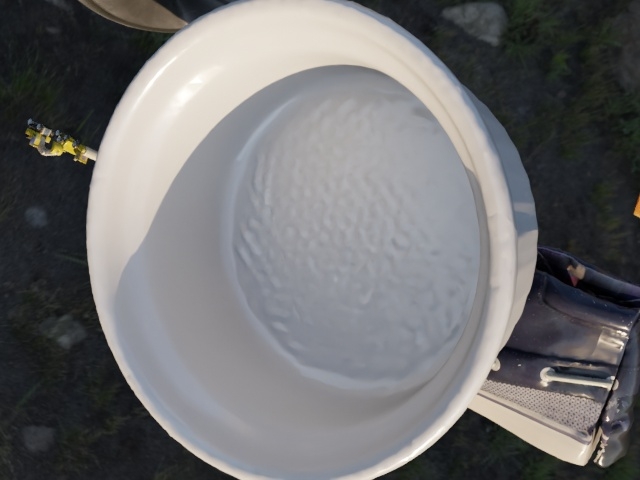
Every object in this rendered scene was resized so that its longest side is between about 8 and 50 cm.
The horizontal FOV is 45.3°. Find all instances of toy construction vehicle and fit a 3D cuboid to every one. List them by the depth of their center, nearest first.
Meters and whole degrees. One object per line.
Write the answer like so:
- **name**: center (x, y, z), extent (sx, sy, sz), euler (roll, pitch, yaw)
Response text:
- **toy construction vehicle**: center (-0.352, -0.127, 1.035), extent (0.086, 0.098, 0.035), euler (25, 93, -55)

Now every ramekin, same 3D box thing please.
- **ramekin**: center (0.000, 0.000, 0.484), extent (0.135, 0.277, 0.277), euler (-6, 85, -61)

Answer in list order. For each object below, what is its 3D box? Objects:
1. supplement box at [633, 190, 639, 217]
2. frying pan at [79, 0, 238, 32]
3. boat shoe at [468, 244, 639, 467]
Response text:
- **supplement box**: center (0.387, 0.002, 0.647), extent (0.080, 0.078, 0.233), euler (-41, 60, -9)
- **frying pan**: center (-0.121, -0.242, 0.521), extent (0.197, 0.326, 0.053), euler (-5, 70, 1)
- **boat shoe**: center (0.134, 0.061, 0.712), extent (0.127, 0.340, 0.158), euler (-30, 134, -54)
